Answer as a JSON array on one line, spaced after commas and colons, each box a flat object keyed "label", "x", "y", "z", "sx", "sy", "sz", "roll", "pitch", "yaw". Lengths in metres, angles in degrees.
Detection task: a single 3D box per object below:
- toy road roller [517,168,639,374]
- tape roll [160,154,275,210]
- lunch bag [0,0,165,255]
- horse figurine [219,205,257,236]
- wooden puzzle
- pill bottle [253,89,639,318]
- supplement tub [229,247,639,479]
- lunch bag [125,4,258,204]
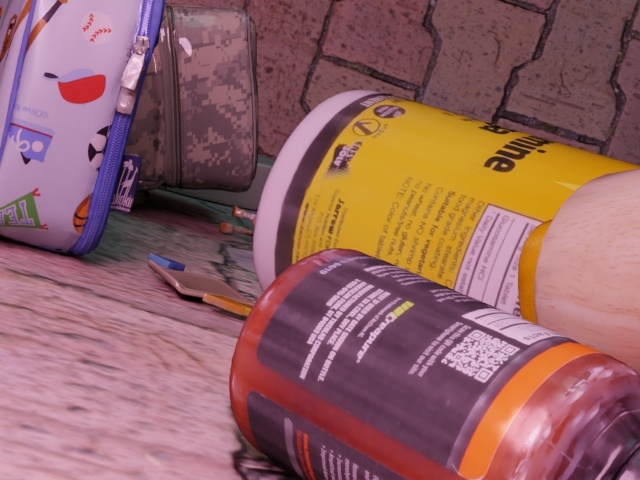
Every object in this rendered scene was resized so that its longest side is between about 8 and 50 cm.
[{"label": "toy road roller", "x": 0.271, "y": 0.075, "z": 0.506, "sx": 0.330, "sy": 0.240, "sz": 0.202, "roll": -5, "pitch": -1, "yaw": -30}, {"label": "tape roll", "x": -0.243, "y": -0.134, "z": 1.659, "sx": 0.392, "sy": 0.072, "sz": 0.392, "roll": 18, "pitch": 7, "yaw": -2}, {"label": "lunch bag", "x": -0.208, "y": -0.127, "z": 0.882, "sx": 0.115, "sy": 0.243, "sz": 0.303, "roll": 14, "pitch": 6, "yaw": -24}, {"label": "horse figurine", "x": 0.000, "y": 0.000, "z": 1.169, "sx": 0.174, "sy": 0.066, "sz": 0.263, "roll": 9, "pitch": 6, "yaw": -19}, {"label": "wooden puzzle", "x": -0.089, "y": 0.037, "z": 0.835, "sx": 0.079, "sy": 0.014, "sz": 0.116, "roll": 19, "pitch": 5, "yaw": -24}, {"label": "pill bottle", "x": 0.134, "y": 0.022, "z": 0.757, "sx": 0.334, "sy": 0.188, "sz": 0.188, "roll": 21, "pitch": 7, "yaw": 32}, {"label": "supplement tub", "x": 0.060, "y": 0.079, "z": 0.449, "sx": 0.198, "sy": 0.106, "sz": 0.106, "roll": 24, "pitch": 9, "yaw": 42}, {"label": "lunch bag", "x": -0.216, "y": -0.153, "z": 1.267, "sx": 0.256, "sy": 0.212, "sz": 0.305, "roll": -1, "pitch": 7, "yaw": -12}]
